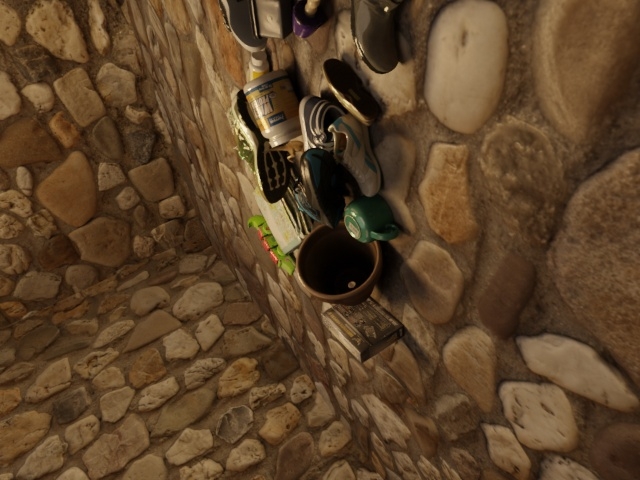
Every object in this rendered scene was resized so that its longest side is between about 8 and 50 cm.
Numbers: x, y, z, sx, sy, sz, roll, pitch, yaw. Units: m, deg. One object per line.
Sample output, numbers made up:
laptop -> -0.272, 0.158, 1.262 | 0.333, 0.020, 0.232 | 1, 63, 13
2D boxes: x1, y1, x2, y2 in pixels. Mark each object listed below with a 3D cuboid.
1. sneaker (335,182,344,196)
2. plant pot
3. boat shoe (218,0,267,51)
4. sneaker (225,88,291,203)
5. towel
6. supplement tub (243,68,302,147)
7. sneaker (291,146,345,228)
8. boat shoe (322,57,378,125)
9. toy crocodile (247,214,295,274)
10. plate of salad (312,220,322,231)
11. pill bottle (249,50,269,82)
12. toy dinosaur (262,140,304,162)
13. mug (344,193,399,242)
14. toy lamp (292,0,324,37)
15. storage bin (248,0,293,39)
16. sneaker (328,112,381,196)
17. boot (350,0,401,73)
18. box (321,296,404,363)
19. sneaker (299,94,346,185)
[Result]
sneaker -> 0.013, -0.197, 1.462 | 0.075, 0.057, 0.161 | -5, 114, 62
plant pot -> 0.079, 0.102, 1.467 | 0.263, 0.263, 0.229 | 48, 173, 32
boat shoe -> -0.241, -0.666, 1.401 | 0.306, 0.113, 0.105 | 59, 166, 16
sneaker -> -0.237, -0.331, 1.711 | 0.182, 0.158, 0.410 | -4, 105, 52
towel -> -0.152, -0.115, 1.919 | 0.320, 0.090, 0.374 | 64, 159, 3
supplement tub -> -0.132, -0.399, 1.427 | 0.144, 0.144, 0.199 | 6, 121, 66
sneaker -> -0.025, -0.138, 1.288 | 0.140, 0.125, 0.341 | 19, 159, 17
boat shoe -> 0.065, -0.354, 1.142 | 0.190, 0.068, 0.072 | 57, 170, 12
toy crocodile -> -0.224, 0.019, 2.219 | 0.340, 0.105, 0.115 | 57, 159, 12
plate of salad -> 0.000, 0.000, 1.590 | 0.048, 0.200, 0.199 | -1, 125, 20
pill bottle -> -0.197, -0.547, 1.506 | 0.065, 0.065, 0.116 | 54, 158, 21
toy dinosaur -> -0.087, -0.291, 1.482 | 0.092, 0.183, 0.053 | 78, -173, -72
mug -> 0.133, -0.057, 1.300 | 0.158, 0.097, 0.129 | 6, 121, 66
toy lamp -> -0.006, -0.551, 1.038 | 0.080, 0.080, 0.275 | 61, 160, 4
storage bin -> -0.123, -0.605, 1.246 | 0.091, 0.098, 0.135 | 22, 143, 18
sneaker -> 0.088, -0.213, 1.219 | 0.087, 0.092, 0.228 | 20, 135, 58
boot -> 0.127, -0.440, 0.873 | 0.161, 0.083, 0.246 | 16, 132, 55
box -> 0.141, 0.284, 1.590 | 0.231, 0.183, 0.056 | 39, 149, 45
sneaker -> 0.024, -0.257, 1.307 | 0.153, 0.099, 0.282 | 33, 142, 54
